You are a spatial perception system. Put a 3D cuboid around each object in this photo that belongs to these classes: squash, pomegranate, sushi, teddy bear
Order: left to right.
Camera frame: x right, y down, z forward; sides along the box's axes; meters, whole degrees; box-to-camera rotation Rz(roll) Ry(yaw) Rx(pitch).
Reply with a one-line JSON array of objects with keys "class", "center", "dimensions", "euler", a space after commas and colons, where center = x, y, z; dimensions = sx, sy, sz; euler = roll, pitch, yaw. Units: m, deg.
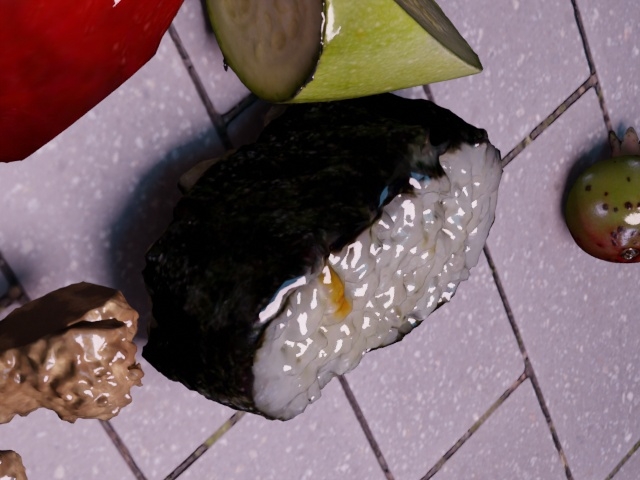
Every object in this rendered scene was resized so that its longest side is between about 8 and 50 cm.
[{"class": "teddy bear", "center": [-0.242, 0.182, 0.900], "dimensions": [0.296, 0.246, 0.222], "euler": [-20, 99, -4]}, {"class": "sushi", "center": [0.000, 0.000, 1.085], "dimensions": [0.350, 0.171, 0.211], "euler": [-39, 142, -29]}, {"class": "squash", "center": [0.048, -0.216, 1.052], "dimensions": [0.260, 0.189, 0.189], "euler": [-16, 114, -33]}, {"class": "pomegranate", "center": [0.330, -0.044, 1.415], "dimensions": [0.129, 0.159, 0.129], "euler": [-1, 121, -2]}]

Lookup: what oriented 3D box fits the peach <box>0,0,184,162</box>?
[{"class": "peach", "center": [-0.220, -0.225, 0.702], "dimensions": [0.388, 0.388, 0.388], "euler": [-14, 113, -38]}]
